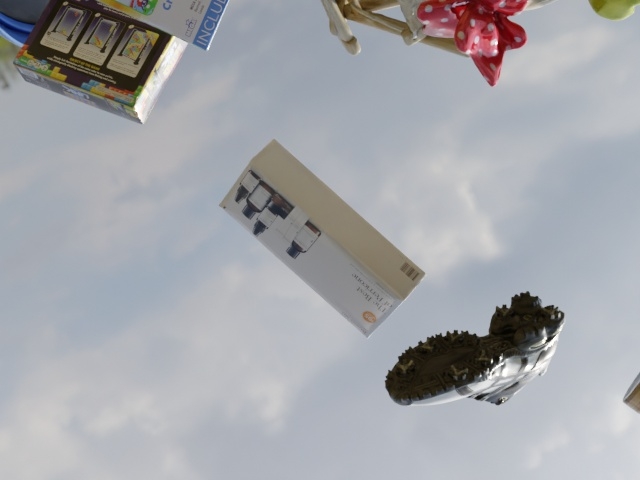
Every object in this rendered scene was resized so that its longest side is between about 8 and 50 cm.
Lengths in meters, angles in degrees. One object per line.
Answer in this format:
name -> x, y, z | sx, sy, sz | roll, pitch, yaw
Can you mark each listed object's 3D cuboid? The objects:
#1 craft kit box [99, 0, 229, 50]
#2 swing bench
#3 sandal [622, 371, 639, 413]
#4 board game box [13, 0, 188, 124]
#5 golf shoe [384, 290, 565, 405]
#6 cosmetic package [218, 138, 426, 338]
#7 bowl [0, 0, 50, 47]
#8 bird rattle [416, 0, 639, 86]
craft kit box -> -0.175, -0.349, 1.471 | 0.250, 0.246, 0.061 | -65, -156, 4
swing bench -> 0.063, -0.359, 1.763 | 0.254, 0.253, 0.165 | 6, -128, 38
sandal -> 0.421, 0.098, 1.578 | 0.240, 0.079, 0.088 | -55, 175, 12
board game box -> -0.252, -0.229, 1.756 | 0.170, 0.048, 0.141 | 22, -109, 19
golf shoe -> 0.149, 0.127, 1.404 | 0.198, 0.094, 0.077 | -21, -141, -25
cosmetic package -> 0.000, 0.000, 1.751 | 0.060, 0.239, 0.099 | -47, 178, -40
bowl -> -0.381, -0.475, 2.230 | 0.391, 0.391, 0.077 | -35, -138, -28
bird rattle -> 0.211, -0.291, 1.516 | 0.253, 0.207, 0.143 | -17, -136, 0
